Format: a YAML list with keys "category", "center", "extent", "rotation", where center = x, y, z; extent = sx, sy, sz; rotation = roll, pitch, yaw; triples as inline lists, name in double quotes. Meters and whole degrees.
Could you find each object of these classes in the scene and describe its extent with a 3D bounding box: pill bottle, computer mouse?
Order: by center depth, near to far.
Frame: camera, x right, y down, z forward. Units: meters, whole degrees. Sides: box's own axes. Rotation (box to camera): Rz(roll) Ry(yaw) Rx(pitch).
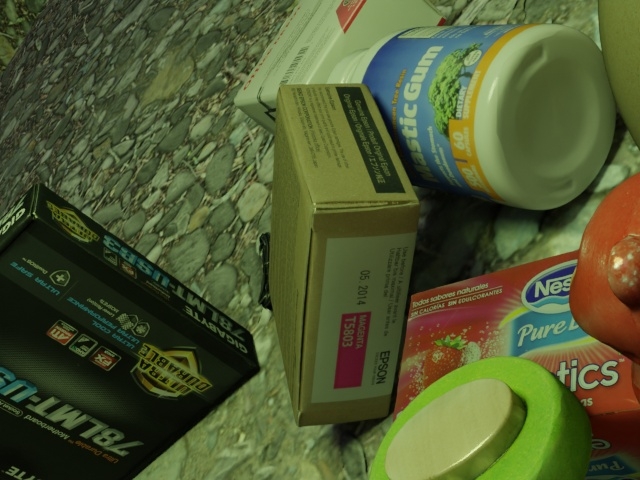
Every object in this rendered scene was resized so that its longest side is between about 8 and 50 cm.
- category: "pill bottle"
  center: [0.119, -0.120, 0.838]
  extent: [0.272, 0.152, 0.152]
  rotation: [17, 73, 56]
- category: "computer mouse"
  center: [0.000, 0.000, 0.970]
  extent: [0.193, 0.042, 0.106]
  rotation: [-30, 38, 31]

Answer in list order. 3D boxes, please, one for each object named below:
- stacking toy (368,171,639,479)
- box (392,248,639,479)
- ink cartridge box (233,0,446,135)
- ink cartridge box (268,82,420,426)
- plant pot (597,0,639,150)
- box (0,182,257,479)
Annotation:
- category: "stacking toy"
  center: [0.080, 0.108, 0.390]
  extent: [0.279, 0.130, 0.309]
  rotation: [-19, 30, 44]
- category: "box"
  center: [0.184, 0.086, 0.580]
  extent: [0.256, 0.128, 0.123]
  rotation: [-20, 45, 40]
- category: "ink cartridge box"
  center: [0.013, -0.207, 1.067]
  extent: [0.172, 0.100, 0.237]
  rotation: [-57, 23, -9]
- category: "ink cartridge box"
  center: [0.011, 0.011, 0.787]
  extent: [0.193, 0.088, 0.235]
  rotation: [-107, 18, -51]
- category: "plant pot"
  center: [0.310, -0.191, 0.637]
  extent: [0.284, 0.191, 0.284]
  rotation: [-32, 37, 28]
- category: "box"
  center: [-0.270, 0.132, 0.942]
  extent: [0.293, 0.295, 0.073]
  rotation: [-42, 32, 13]
